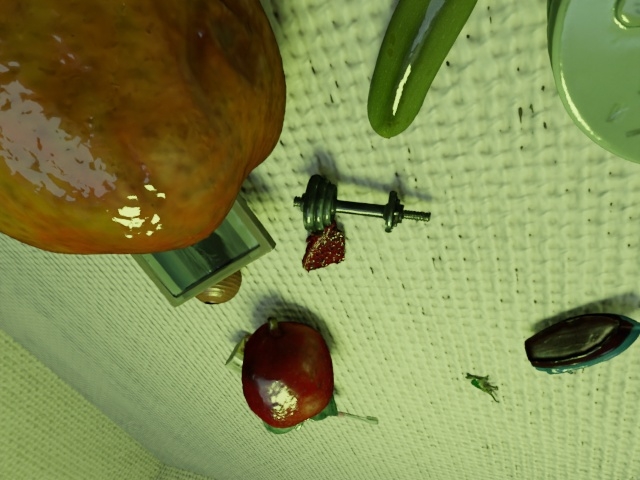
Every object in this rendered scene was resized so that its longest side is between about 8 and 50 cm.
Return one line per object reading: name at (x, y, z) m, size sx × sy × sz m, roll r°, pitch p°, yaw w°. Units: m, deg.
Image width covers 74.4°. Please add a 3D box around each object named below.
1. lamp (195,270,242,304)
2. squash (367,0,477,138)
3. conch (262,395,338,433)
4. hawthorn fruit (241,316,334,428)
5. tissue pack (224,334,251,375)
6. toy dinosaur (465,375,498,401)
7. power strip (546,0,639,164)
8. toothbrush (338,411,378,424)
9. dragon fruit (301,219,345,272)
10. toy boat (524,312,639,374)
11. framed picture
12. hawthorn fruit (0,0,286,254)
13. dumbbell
lamp at (-0.266, 0.099, 1.067) m, size 0.137 × 0.136 × 0.136 m, roll 13°, pitch 136°, yaw 13°
squash at (0.134, -0.274, 0.548) m, size 0.095 × 0.094 × 0.340 m, roll 25°, pitch 140°, yaw 1°
conch at (-0.088, 0.518, 1.333) m, size 0.221 × 0.195 × 0.277 m, roll 7°, pitch 157°, yaw 47°
hawthorn fruit at (-0.094, 0.338, 1.144) m, size 0.266 × 0.265 × 0.306 m, roll 5°, pitch 115°, yaw 22°
tissue pack at (-0.209, 0.385, 1.346) m, size 0.149 × 0.099 × 0.106 m, roll 34°, pitch 139°, yaw -9°
toy dinosaur at (0.428, 0.386, 1.105) m, size 0.120 × 0.029 × 0.061 m, roll 44°, pitch 150°, yaw -27°
power strip at (0.414, -0.237, 0.393) m, size 0.358 × 0.161 × 0.357 m, roll 13°, pitch 136°, yaw 13°
toothbrush at (0.068, 0.621, 1.506) m, size 0.287 × 0.020 × 0.025 m, roll -1°, pitch 123°, yaw 25°
dragon fruit at (-0.001, -0.002, 0.917) m, size 0.097 × 0.063 × 0.131 m, roll -11°, pitch 134°, yaw -8°
toy boat at (0.516, 0.203, 0.831) m, size 0.097 × 0.100 × 0.223 m, roll 18°, pitch 143°, yaw -28°
framed picture at (-0.338, -0.092, 0.877) m, size 0.326 × 0.028 × 0.446 m, roll -30°, pitch 103°, yaw 28°
hawthorn fruit at (-0.262, -0.218, 0.530) m, size 0.473 × 0.471 × 0.471 m, roll 13°, pitch 136°, yaw 13°
dumbbell at (0.073, -0.059, 0.781) m, size 0.255 × 0.110 × 0.110 m, roll 7°, pitch 135°, yaw 11°
